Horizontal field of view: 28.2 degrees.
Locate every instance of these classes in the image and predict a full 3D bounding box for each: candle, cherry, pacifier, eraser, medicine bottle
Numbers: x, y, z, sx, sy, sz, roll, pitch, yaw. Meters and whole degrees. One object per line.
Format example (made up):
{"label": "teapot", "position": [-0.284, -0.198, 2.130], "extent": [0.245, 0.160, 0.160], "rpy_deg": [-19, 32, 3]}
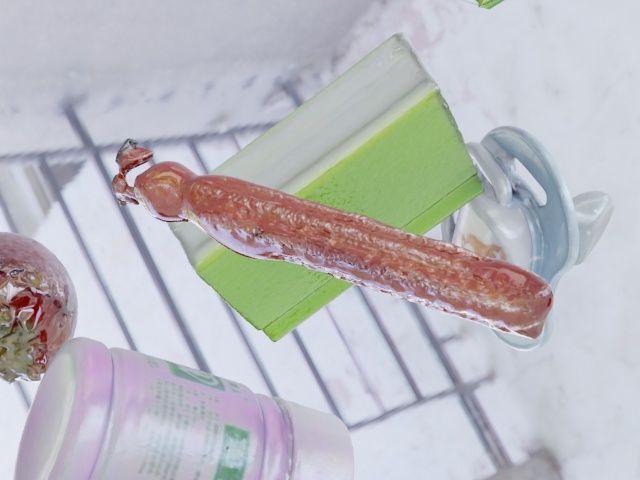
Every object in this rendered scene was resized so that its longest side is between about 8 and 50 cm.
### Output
{"label": "candle", "position": [0.000, 0.000, 0.850], "extent": [0.048, 0.329, 0.051], "rpy_deg": [-60, 153, -24]}
{"label": "cherry", "position": [-0.408, 0.074, 1.630], "extent": [0.192, 0.250, 0.175], "rpy_deg": [22, 101, -29]}
{"label": "pacifier", "position": [0.250, -0.018, 1.463], "extent": [0.207, 0.227, 0.279], "rpy_deg": [-11, 137, -20]}
{"label": "eraser", "position": [0.014, -0.040, 1.196], "extent": [0.274, 0.092, 0.210], "rpy_deg": [-36, 148, 2]}
{"label": "medicine bottle", "position": [-0.150, 0.247, 1.393], "extent": [0.325, 0.212, 0.212], "rpy_deg": [21, 137, -24]}

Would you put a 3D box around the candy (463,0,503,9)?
{"label": "candy", "position": [0.175, -0.283, 1.358], "extent": [0.102, 0.032, 0.178], "rpy_deg": [-32, -153, -9]}
